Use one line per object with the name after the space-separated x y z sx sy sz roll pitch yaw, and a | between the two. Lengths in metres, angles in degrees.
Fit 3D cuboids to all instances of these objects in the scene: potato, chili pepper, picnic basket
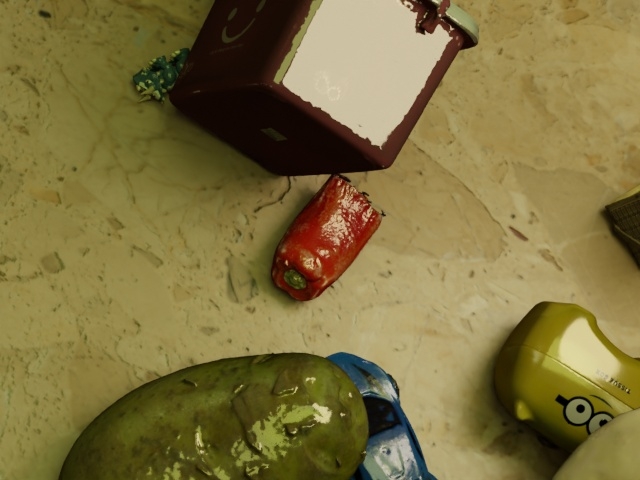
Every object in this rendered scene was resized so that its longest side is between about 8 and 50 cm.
-0.098 0.200 1.602 0.298 0.141 0.176 -19 62 0 | potato
0.000 0.000 1.725 0.070 0.073 0.123 19 60 37 | chili pepper
0.383 -0.037 1.782 0.115 0.164 0.079 -29 91 -21 | picnic basket

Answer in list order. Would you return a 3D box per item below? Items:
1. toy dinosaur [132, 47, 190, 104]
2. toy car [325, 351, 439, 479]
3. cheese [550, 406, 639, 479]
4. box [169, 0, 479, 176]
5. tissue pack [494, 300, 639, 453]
-0.148 -0.163 1.755 0.083 0.030 0.047 -20 81 -18 | toy dinosaur
0.056 0.207 1.679 0.103 0.063 0.216 -22 80 -19 | toy car
0.302 0.356 1.560 0.351 0.129 0.328 -47 61 2 | cheese
-0.008 -0.168 1.655 0.193 0.294 0.167 31 77 -22 | box
0.260 0.150 1.714 0.178 0.123 0.127 34 80 -7 | tissue pack
